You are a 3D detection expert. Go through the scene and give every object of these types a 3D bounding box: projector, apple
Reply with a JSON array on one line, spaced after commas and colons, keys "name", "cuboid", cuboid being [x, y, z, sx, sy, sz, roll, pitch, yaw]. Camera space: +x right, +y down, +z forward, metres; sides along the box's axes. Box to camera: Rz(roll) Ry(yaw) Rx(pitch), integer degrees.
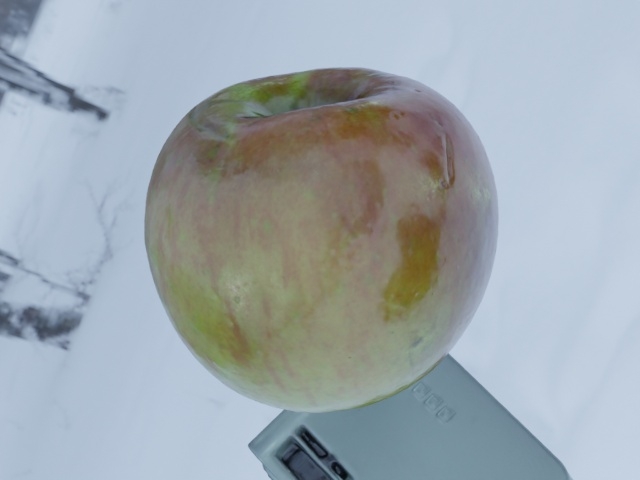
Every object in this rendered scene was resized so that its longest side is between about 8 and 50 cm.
[{"name": "projector", "cuboid": [0.086, 0.218, 1.010, 0.198, 0.250, 0.108, -45, -11, -9]}, {"name": "apple", "cuboid": [0.000, 0.000, 0.583, 0.196, 0.196, 0.196, -53, 24, 37]}]
